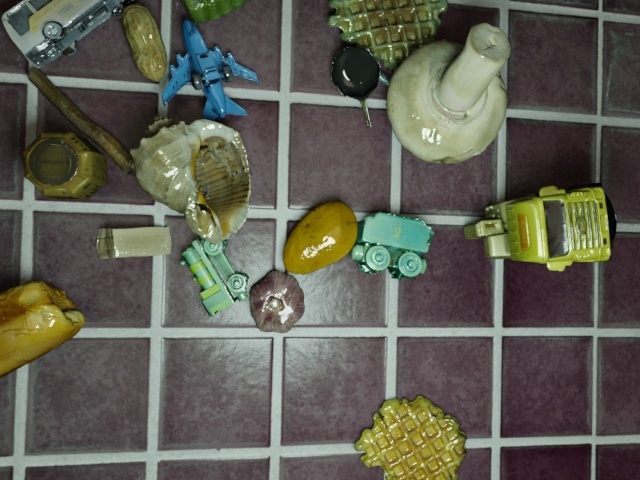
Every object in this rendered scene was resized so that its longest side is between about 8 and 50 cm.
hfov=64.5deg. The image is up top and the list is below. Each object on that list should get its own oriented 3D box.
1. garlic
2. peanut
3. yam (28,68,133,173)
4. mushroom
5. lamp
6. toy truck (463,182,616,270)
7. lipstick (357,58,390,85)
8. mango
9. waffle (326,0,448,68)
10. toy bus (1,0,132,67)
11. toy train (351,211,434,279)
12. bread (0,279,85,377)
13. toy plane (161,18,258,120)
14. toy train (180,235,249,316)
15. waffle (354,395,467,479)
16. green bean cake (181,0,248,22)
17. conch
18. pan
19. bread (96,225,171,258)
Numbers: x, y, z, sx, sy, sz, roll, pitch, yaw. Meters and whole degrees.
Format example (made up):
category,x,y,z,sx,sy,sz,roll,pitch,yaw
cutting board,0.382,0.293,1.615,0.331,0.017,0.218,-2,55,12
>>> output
category,x,y,z,sx,sy,sz,roll,pitch,yaw
garlic,-0.109,0.159,1.279,0.147,0.102,0.159,20,87,-9
peanut,-0.427,-0.486,1.244,0.083,0.093,0.194,-20,90,-36
yam,-0.578,-0.290,1.241,0.327,0.045,0.045,44,61,-6
mushroom,0.325,-0.381,1.288,0.314,0.315,0.356,0,124,-9
lamp,-0.581,-0.169,1.168,0.161,0.185,0.162,0,90,-6
toy truck,0.514,-0.029,1.236,0.253,0.405,0.181,-9,91,1
lipstick,0.154,-0.446,1.364,0.116,0.037,0.037,32,85,-11
mango,0.000,0.000,1.292,0.147,0.109,0.227,43,83,6
waffle,0.182,-0.619,1.359,0.309,0.056,0.292,28,85,-8
toy bus,-0.585,-0.565,1.215,0.342,0.097,0.138,-40,93,-8
toy train,0.185,0.014,1.327,0.203,0.112,0.163,11,81,-9
bread,-0.721,0.229,1.139,0.343,0.195,0.149,-29,74,-8
toy plane,-0.286,-0.424,1.263,0.253,0.105,0.272,-22,97,-23
toy train,-0.266,0.078,1.267,0.132,0.083,0.200,-31,91,-2
waffle,0.246,0.567,1.354,0.300,0.058,0.282,36,83,-6
green bean cake,-0.279,-0.674,1.258,0.200,0.113,0.214,-32,95,-9
conch,-0.296,-0.157,1.218,0.263,0.186,0.325,-27,108,-14
pan,0.092,-0.410,1.346,0.128,0.048,0.202,13,123,11
bread,-0.463,0.005,1.265,0.152,0.105,0.078,-1,89,-41
